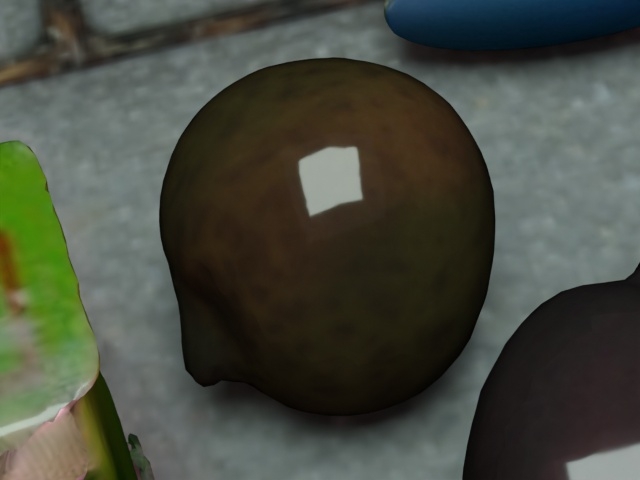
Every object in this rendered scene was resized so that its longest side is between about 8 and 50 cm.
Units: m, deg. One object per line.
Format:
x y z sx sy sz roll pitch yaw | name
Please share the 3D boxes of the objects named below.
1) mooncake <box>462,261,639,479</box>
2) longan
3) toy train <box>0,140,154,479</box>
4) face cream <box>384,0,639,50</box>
0.149 0.094 0.394 0.244 0.133 0.245 -2 52 3 | mooncake
0.000 0.000 0.484 0.113 0.092 0.113 -1 84 6 | longan
-0.163 0.111 0.395 0.307 0.173 0.249 -19 50 -6 | toy train
0.098 -0.195 0.603 0.139 0.067 0.285 0 58 9 | face cream
